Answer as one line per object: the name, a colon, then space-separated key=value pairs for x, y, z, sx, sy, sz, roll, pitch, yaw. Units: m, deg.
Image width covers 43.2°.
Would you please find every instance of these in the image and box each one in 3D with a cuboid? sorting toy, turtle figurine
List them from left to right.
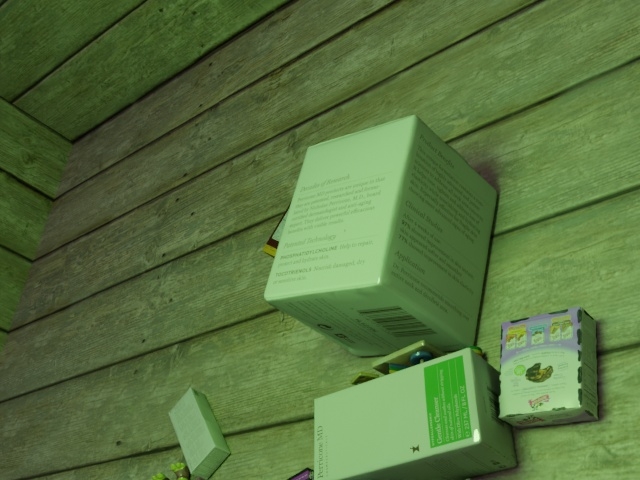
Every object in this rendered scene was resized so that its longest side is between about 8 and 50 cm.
turtle figurine: x=-0.364 y=0.664 z=1.997 sx=0.269 sy=0.087 sz=0.217 roll=-45 pitch=29 yaw=27
sorting toy: x=0.190 y=0.272 z=1.653 sx=0.275 sy=0.132 sz=0.046 roll=-29 pitch=46 yaw=30

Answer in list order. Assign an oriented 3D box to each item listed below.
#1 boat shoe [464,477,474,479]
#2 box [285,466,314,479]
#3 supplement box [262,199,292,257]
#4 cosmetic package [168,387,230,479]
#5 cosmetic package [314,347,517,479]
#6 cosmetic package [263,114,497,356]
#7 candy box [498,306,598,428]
boat shoe: x=0.254 y=0.500 z=1.475 sx=0.133 sy=0.049 sz=0.042 roll=-55 pitch=28 yaw=-7
box: x=-0.053 y=0.593 z=1.758 sx=0.116 sy=0.029 sz=0.162 roll=-36 pitch=39 yaw=25
supplement box: x=0.000 y=0.000 z=2.023 sx=0.129 sy=0.191 sz=0.194 roll=23 pitch=81 yaw=53
cosmetic package: x=-0.316 y=0.497 z=2.095 sx=0.099 sy=0.060 sz=0.239 roll=-47 pitch=37 yaw=7
cosmetic package: x=0.173 y=0.369 z=1.565 sx=0.366 sy=0.155 sz=0.197 roll=-24 pitch=47 yaw=27
cosmetic package: x=0.141 y=0.006 z=1.749 sx=0.327 sy=0.329 sz=0.393 roll=-12 pitch=53 yaw=43
candy box: x=0.417 y=0.236 z=1.483 sx=0.165 sy=0.070 sz=0.196 roll=-18 pitch=50 yaw=39
